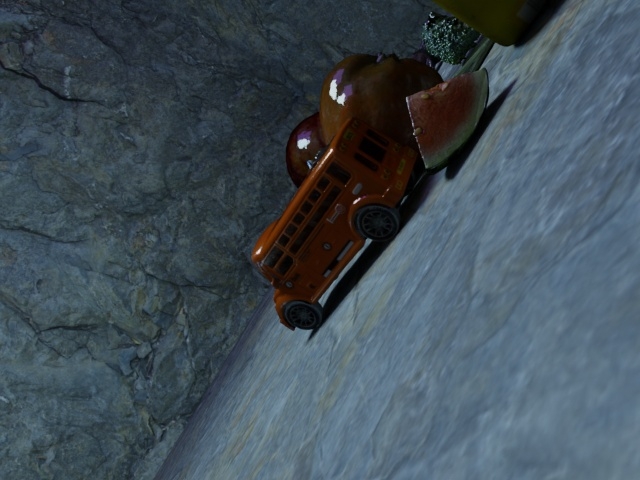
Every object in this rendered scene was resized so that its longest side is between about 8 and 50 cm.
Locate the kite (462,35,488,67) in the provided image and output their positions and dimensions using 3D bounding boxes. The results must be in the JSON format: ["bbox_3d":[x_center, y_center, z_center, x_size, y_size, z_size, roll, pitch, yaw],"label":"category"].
[{"bbox_3d":[0.340,-0.417,1.151,0.321,0.016,0.234,-56,6,27],"label":"kite"}]

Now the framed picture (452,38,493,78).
[{"bbox_3d":[0.223,-0.242,1.181,0.231,0.010,0.173,-58,4,-18],"label":"framed picture"}]

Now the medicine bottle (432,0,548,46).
[{"bbox_3d":[0.268,-0.463,0.842,0.384,0.224,0.224,-55,4,25],"label":"medicine bottle"}]

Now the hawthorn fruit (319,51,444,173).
[{"bbox_3d":[0.093,-0.166,1.052,0.199,0.200,0.251,-66,-20,-66],"label":"hawthorn fruit"}]

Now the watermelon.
[{"bbox_3d":[0.140,-0.141,0.805,0.125,0.094,0.135,-37,23,54],"label":"watermelon"}]

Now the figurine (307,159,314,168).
[{"bbox_3d":[0.102,-0.178,1.191,0.262,0.164,0.120,-59,43,16],"label":"figurine"}]

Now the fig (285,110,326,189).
[{"bbox_3d":[0.040,-0.167,1.413,0.235,0.235,0.214,136,129,-73],"label":"fig"}]

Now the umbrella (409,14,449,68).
[{"bbox_3d":[0.280,-0.486,1.858,0.326,0.094,0.090,-58,-10,-17],"label":"umbrella"}]

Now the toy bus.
[{"bbox_3d":[0.006,-0.014,1.002,0.329,0.153,0.143,-54,7,39],"label":"toy bus"}]

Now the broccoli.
[{"bbox_3d":[0.296,-0.439,1.365,0.204,0.118,0.122,-41,-35,-29],"label":"broccoli"}]
